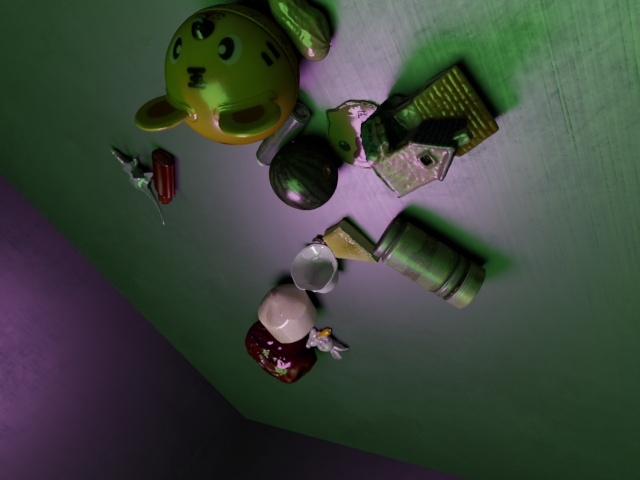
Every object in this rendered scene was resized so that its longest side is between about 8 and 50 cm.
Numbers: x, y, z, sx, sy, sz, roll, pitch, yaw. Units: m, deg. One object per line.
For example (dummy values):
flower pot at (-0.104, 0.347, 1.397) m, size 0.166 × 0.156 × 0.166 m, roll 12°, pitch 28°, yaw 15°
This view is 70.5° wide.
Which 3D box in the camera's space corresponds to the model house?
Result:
model house at (0.251, -0.262, 1.059) m, size 0.237 × 0.237 × 0.202 m, roll -23°, pitch 110°, yaw 43°

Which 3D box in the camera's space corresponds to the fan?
fan at (0.150, -0.273, 1.294) m, size 0.335 × 0.011 × 0.229 m, roll 35°, pitch 143°, yaw -2°

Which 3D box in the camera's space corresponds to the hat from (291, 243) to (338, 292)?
hat at (-0.002, 0.124, 1.739) m, size 0.203 × 0.203 × 0.126 m, roll 8°, pitch 158°, yaw 30°

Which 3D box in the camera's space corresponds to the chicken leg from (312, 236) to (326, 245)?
chicken leg at (0.001, -0.001, 1.699) m, size 0.083 × 0.021 × 0.036 m, roll 11°, pitch 154°, yaw 27°

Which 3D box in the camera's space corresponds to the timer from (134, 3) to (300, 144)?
timer at (-0.233, -0.387, 1.128) m, size 0.376 × 0.387 × 0.376 m, roll 14°, pitch 140°, yaw 12°

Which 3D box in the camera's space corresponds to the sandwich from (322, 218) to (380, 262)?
sandwich at (0.102, 0.024, 1.627) m, size 0.193 × 0.058 × 0.162 m, roll 41°, pitch 144°, yaw -13°

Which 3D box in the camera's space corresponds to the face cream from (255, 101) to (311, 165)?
face cream at (-0.126, -0.314, 1.399) m, size 0.073 × 0.073 × 0.283 m, roll 40°, pitch 143°, yaw -10°

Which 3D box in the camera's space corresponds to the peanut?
peanut at (-0.051, -0.532, 1.086) m, size 0.214 × 0.090 × 0.099 m, roll 47°, pitch 153°, yaw -19°

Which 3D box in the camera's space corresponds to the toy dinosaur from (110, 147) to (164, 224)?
toy dinosaur at (-0.735, -0.243, 1.864) m, size 0.393 × 0.092 × 0.205 m, roll 52°, pitch 158°, yaw -9°

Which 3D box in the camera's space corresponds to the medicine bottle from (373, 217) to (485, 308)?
medicine bottle at (0.335, 0.067, 1.422) m, size 0.322 × 0.151 × 0.151 m, roll 32°, pitch 143°, yaw 2°

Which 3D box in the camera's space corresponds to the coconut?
coconut at (-0.151, 0.308, 1.980) m, size 0.237 × 0.237 × 0.265 m, roll 2°, pitch 132°, yaw 35°

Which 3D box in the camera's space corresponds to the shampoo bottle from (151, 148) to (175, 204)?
shampoo bottle at (-0.637, -0.249, 1.847) m, size 0.102 × 0.064 × 0.260 m, roll 37°, pitch 144°, yaw 11°

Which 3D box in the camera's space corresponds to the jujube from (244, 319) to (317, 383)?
jujube at (-0.201, 0.555, 2.278) m, size 0.377 × 0.258 × 0.258 m, roll 22°, pitch 142°, yaw 24°

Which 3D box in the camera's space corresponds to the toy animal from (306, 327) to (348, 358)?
toy animal at (0.036, 0.487, 2.183) m, size 0.182 × 0.131 × 0.127 m, roll 18°, pitch 173°, yaw 31°

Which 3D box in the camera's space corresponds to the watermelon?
watermelon at (-0.052, -0.197, 1.369) m, size 0.212 × 0.212 × 0.212 m, roll 20°, pitch 141°, yaw 17°
